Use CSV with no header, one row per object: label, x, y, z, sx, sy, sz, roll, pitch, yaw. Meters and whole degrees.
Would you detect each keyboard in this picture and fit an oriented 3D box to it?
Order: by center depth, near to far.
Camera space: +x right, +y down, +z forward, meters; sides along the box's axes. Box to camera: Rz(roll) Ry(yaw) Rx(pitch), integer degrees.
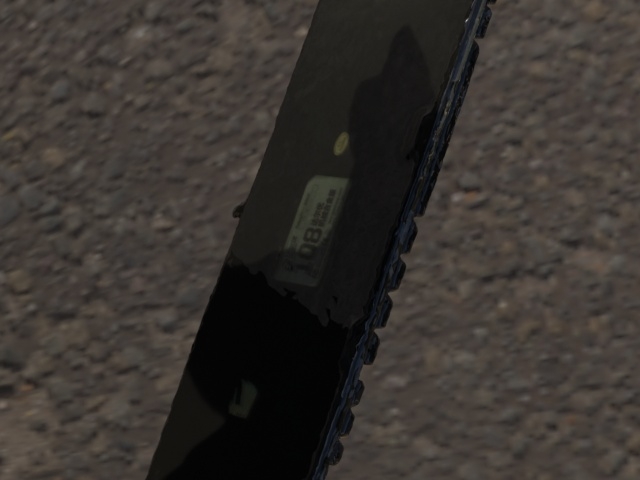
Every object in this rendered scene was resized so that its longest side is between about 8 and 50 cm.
keyboard,0.000,0.000,0.850,0.027,0.106,0.317,32,73,-45
